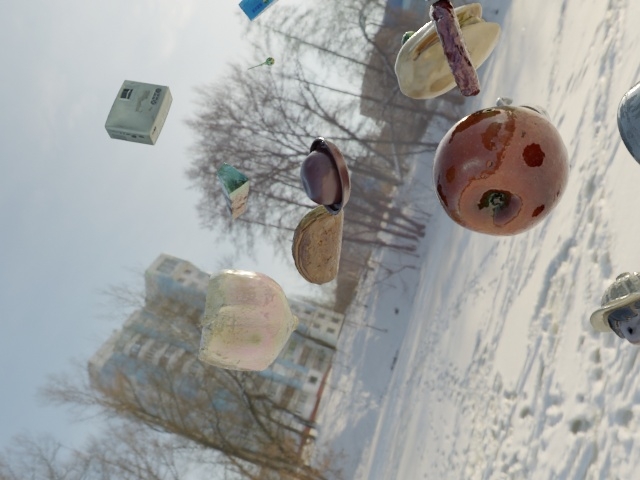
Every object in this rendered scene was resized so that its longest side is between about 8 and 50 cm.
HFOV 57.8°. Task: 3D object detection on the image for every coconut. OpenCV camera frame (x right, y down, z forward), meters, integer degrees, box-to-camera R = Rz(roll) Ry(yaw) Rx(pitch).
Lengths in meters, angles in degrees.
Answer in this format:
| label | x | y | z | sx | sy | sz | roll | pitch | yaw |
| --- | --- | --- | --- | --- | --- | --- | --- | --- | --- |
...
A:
| label | x | y | z | sx | sy | sz | roll | pitch | yaw |
| --- | --- | --- | --- | --- | --- | --- | --- | --- | --- |
| coconut | -0.266 | 0.308 | 2.202 | 0.404 | 0.404 | 0.405 | 17 | -90 | -81 |

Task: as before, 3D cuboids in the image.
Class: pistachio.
| label | x | y | z | sx | sy | sz | roll | pitch | yaw |
| --- | --- | --- | --- | --- | --- | --- | --- | --- | --- |
| pistachio | 0.340 | -0.502 | 1.573 | 0.299 | 0.188 | 0.187 | -33 | -9 | 3 |

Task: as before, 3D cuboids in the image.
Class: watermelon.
| label | x | y | z | sx | sy | sz | roll | pitch | yaw |
| --- | --- | --- | --- | --- | --- | --- | --- | --- | --- |
| watermelon | -0.346 | -0.180 | 2.272 | 0.094 | 0.154 | 0.241 | -33 | -31 | -21 |

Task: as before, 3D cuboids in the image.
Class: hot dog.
| label | x | y | z | sx | sy | sz | roll | pitch | yaw |
| --- | --- | --- | --- | --- | --- | --- | --- | --- | --- |
| hot dog | 0.000 | 0.000 | 1.875 | 0.196 | 0.122 | 0.273 | -25 | -55 | -43 |

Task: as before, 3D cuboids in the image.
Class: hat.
| label | x | y | z | sx | sy | sz | roll | pitch | yaw |
| --- | --- | --- | --- | --- | --- | --- | --- | --- | --- |
| hat | 0.000 | -0.154 | 1.439 | 0.205 | 0.089 | 0.206 | 52 | 152 | 43 |

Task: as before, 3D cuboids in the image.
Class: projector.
| label | x | y | z | sx | sy | sz | roll | pitch | yaw |
| --- | --- | --- | --- | --- | --- | --- | --- | --- | --- |
| projector | -0.427 | -0.301 | 1.375 | 0.061 | 0.115 | 0.147 | 93 | -172 | -63 |

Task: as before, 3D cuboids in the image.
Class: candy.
| label | x | y | z | sx | sy | sz | roll | pitch | yaw |
| --- | --- | --- | --- | --- | --- | --- | --- | --- | --- |
| candy | -0.170 | -0.503 | 1.665 | 0.023 | 0.083 | 0.025 | -150 | 37 | -75 |

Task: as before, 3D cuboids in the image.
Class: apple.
| label | x | y | z | sx | sy | sz | roll | pitch | yaw |
| --- | --- | --- | --- | --- | --- | --- | --- | --- | --- |
| apple | 0.467 | -0.176 | 1.519 | 0.277 | 0.348 | 0.349 | -69 | -8 | -45 |

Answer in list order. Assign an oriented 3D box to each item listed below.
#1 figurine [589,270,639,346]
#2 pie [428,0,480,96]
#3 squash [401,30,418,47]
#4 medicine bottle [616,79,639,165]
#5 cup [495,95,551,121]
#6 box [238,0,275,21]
| label | x | y | z | sx | sy | sz | roll | pitch | yaw |
| --- | --- | --- | --- | --- | --- | --- | --- | --- | --- |
| figurine | 0.813 | 0.221 | 1.365 | 0.204 | 0.332 | 0.185 | -20 | -30 | -45 |
| pie | 0.289 | -0.418 | 1.256 | 0.204 | 0.054 | 0.219 | 57 | -157 | -32 |
| squash | 0.343 | -0.567 | 1.729 | 0.292 | 0.082 | 0.082 | 1 | -68 | -39 |
| medicine bottle | 0.762 | -0.271 | 1.102 | 0.245 | 0.245 | 0.306 | -68 | 9 | -29 |
| cup | 0.610 | -0.355 | 1.764 | 0.142 | 0.173 | 0.134 | -31 | -44 | -53 |
| box | -0.164 | -0.813 | 1.897 | 0.139 | 0.073 | 0.194 | -24 | 25 | 41 |
